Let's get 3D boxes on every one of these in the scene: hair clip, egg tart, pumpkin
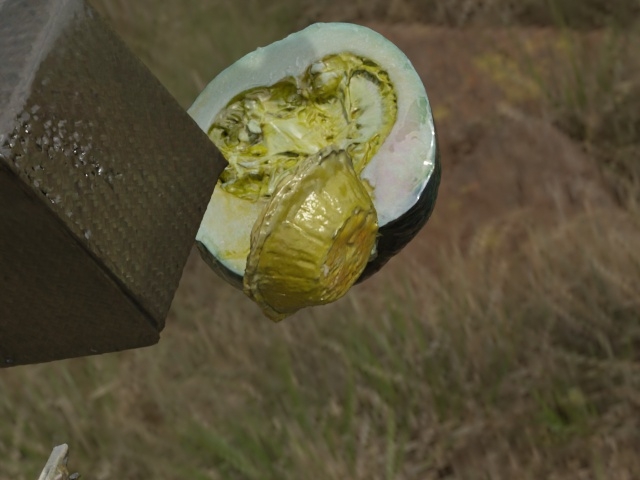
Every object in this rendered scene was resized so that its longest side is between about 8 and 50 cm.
[{"bbox_3d":[-0.278,0.263,1.788,0.062,0.056,0.214,-18,12,14],"label":"hair clip"},{"bbox_3d":[0.000,0.000,0.983,0.039,0.105,0.105,26,56,25],"label":"egg tart"},{"bbox_3d":[-0.006,-0.062,1.980,0.293,0.197,0.263,-26,69,0],"label":"pumpkin"}]

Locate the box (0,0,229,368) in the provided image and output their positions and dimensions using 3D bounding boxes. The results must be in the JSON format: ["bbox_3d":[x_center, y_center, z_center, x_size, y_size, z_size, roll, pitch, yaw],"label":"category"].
[{"bbox_3d":[-0.224,-0.027,1.144,0.273,0.184,0.143,-10,45,34],"label":"box"}]
